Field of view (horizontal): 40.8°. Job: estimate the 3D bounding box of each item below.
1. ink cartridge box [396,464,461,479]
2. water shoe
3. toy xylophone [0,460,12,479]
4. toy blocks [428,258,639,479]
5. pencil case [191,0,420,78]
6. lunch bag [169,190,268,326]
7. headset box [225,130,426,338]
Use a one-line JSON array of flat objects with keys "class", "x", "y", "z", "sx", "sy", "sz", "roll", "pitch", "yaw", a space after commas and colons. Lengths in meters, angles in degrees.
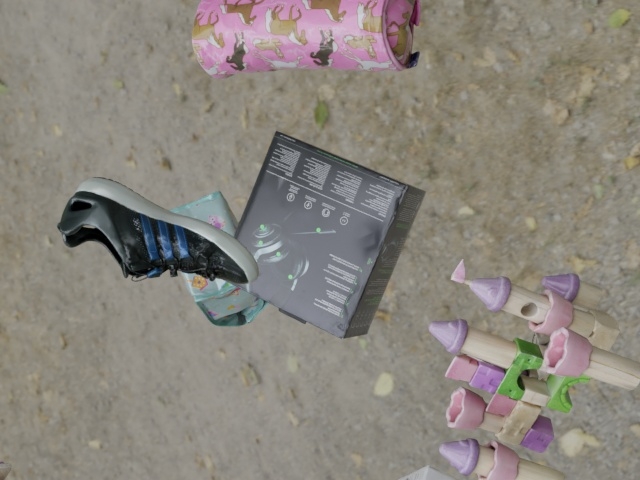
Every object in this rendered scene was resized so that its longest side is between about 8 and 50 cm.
[{"class": "ink cartridge box", "x": 0.157, "y": 0.514, "z": 1.508, "sx": 0.100, "sy": 0.172, "sz": 0.237, "roll": 27, "pitch": 148, "yaw": -7}, {"class": "water shoe", "x": -0.162, "y": 0.012, "z": 0.858, "sx": 0.203, "sy": 0.080, "sz": 0.073, "roll": 24, "pitch": 155, "yaw": 5}, {"class": "toy xylophone", "x": -0.513, "y": 0.513, "z": 1.375, "sx": 0.081, "sy": 0.236, "sz": 0.323, "roll": -35, "pitch": 70, "yaw": 36}, {"class": "toy blocks", "x": 0.272, "y": 0.176, "z": 1.308, "sx": 0.260, "sy": 0.309, "sz": 0.289, "roll": 19, "pitch": 117, "yaw": -6}, {"class": "pencil case", "x": -0.028, "y": -0.352, "z": 1.432, "sx": 0.386, "sy": 0.167, "sz": 0.160, "roll": 2, "pitch": 66, "yaw": 26}, {"class": "lunch bag", "x": -0.208, "y": 0.052, "z": 1.825, "sx": 0.262, "sy": 0.160, "sz": 0.223, "roll": 68, "pitch": 179, "yaw": -69}, {"class": "headset box", "x": 0.000, "y": 0.000, "z": 1.412, "sx": 0.246, "sy": 0.131, "sz": 0.283, "roll": 23, "pitch": 96, "yaw": 20}]
